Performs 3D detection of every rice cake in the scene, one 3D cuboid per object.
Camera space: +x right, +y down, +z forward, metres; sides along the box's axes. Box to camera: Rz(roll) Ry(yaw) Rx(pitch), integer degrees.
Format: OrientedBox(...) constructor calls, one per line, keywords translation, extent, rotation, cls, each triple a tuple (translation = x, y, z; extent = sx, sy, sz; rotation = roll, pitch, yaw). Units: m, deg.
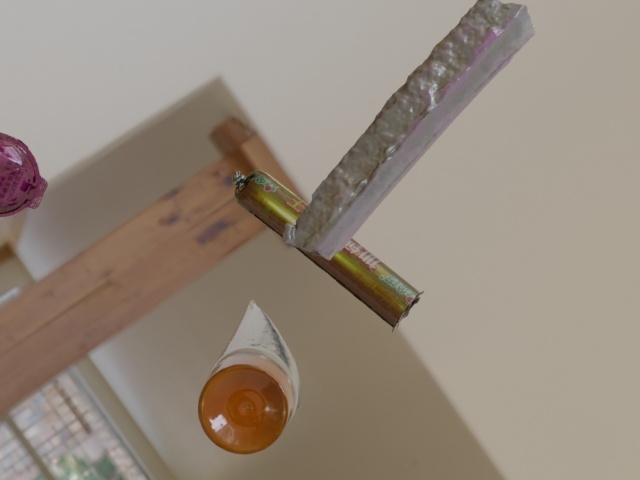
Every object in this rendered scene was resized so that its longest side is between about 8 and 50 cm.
OrientedBox(translation=(0.072, -0.089, 0.904), extent=(0.270, 0.049, 0.055), rotation=(-48, 154, 3), cls="rice cake")

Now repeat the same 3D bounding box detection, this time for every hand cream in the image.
OrientedBox(translation=(-0.061, 0.137, 1.166), extent=(0.089, 0.140, 0.314), rotation=(-24, 179, 7), cls="hand cream")

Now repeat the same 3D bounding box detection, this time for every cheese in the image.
OrientedBox(translation=(-0.348, -0.073, 1.118), extent=(0.095, 0.145, 0.038), rotation=(-62, -168, 17), cls="cheese")

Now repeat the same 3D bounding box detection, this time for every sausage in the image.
OrientedBox(translation=(0.000, 0.000, 1.768), extent=(0.082, 0.371, 0.082), rotation=(-47, 165, -17), cls="sausage")
